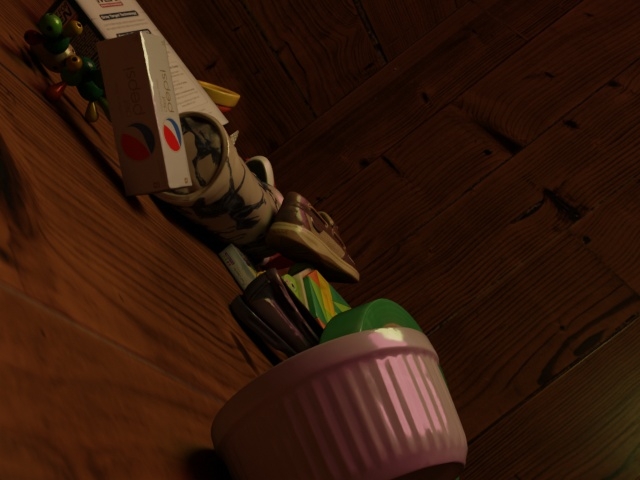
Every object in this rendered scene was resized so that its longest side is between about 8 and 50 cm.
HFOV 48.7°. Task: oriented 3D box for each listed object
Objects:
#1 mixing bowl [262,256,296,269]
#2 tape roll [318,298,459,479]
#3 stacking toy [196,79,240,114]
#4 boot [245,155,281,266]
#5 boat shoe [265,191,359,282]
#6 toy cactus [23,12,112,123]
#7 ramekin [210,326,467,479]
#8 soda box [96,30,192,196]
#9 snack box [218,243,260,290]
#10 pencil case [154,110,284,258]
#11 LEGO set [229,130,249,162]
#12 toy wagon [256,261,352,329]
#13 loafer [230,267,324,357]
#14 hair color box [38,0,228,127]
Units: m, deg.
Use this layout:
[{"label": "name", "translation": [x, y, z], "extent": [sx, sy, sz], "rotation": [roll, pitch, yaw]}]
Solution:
[{"label": "mixing bowl", "translation": [-0.129, 0.009, 1.790], "extent": [0.181, 0.098, 0.181], "rotation": [52, 1, -1]}, {"label": "tape roll", "translation": [0.112, 0.252, 1.089], "extent": [0.321, 0.077, 0.321], "rotation": [45, 33, -40]}, {"label": "stacking toy", "translation": [-0.378, -0.331, 1.629], "extent": [0.309, 0.130, 0.280], "rotation": [29, 17, 35]}, {"label": "boot", "translation": [-0.111, -0.075, 1.615], "extent": [0.176, 0.088, 0.244], "rotation": [-20, 113, -59]}, {"label": "boat shoe", "translation": [0.000, 0.000, 1.448], "extent": [0.123, 0.123, 0.342], "rotation": [2, -19, 27]}, {"label": "toy cactus", "translation": [-0.366, -0.248, 1.040], "extent": [0.180, 0.112, 0.219], "rotation": [32, -7, 29]}, {"label": "ramekin", "translation": [0.023, 0.173, 0.590], "extent": [0.109, 0.207, 0.207], "rotation": [63, 7, 31]}, {"label": "soda box", "translation": [-0.244, -0.173, 0.988], "extent": [0.069, 0.074, 0.216], "rotation": [-26, 107, -71]}, {"label": "snack box", "translation": [-0.127, 0.079, 1.333], "extent": [0.141, 0.037, 0.100], "rotation": [53, 0, 20]}, {"label": "pencil case", "translation": [-0.183, -0.093, 1.306], "extent": [0.183, 0.160, 0.410], "rotation": [52, 1, 21]}, {"label": "LEGO set", "translation": [-0.212, -0.163, 1.815], "extent": [0.182, 0.060, 0.244], "rotation": [55, -32, -6]}, {"label": "toy wagon", "translation": [-0.001, 0.161, 1.322], "extent": [0.344, 0.068, 0.267], "rotation": [50, 18, -43]}, {"label": "loafer", "translation": [-0.002, 0.163, 1.127], "extent": [0.302, 0.095, 0.109], "rotation": [40, 1, -19]}, {"label": "hair color box", "translation": [-0.353, -0.319, 1.365], "extent": [0.347, 0.105, 0.174], "rotation": [53, 29, -5]}]
